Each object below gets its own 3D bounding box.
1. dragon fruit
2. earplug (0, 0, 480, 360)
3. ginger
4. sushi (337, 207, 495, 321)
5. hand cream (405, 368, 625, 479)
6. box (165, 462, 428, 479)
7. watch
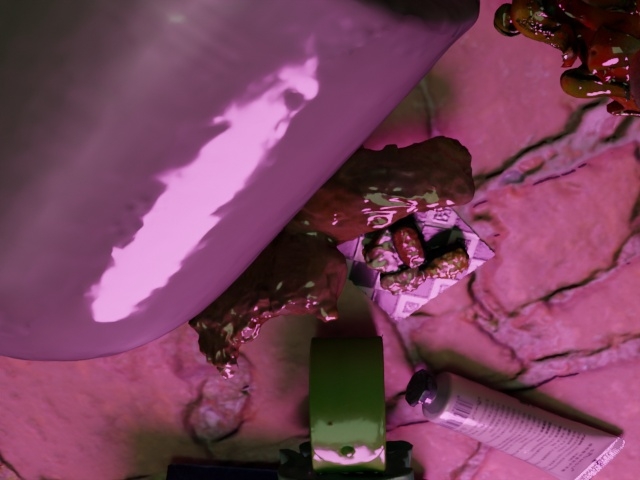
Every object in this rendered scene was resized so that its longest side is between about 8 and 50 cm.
[{"bbox_3d":[0.220,-0.164,0.754,0.175,0.142,0.138,20,83,10],"label":"dragon fruit"},{"bbox_3d":[-0.141,-0.107,0.677,0.312,0.313,0.394,33,120,-18],"label":"earplug"},{"bbox_3d":[-0.002,0.001,0.868,0.290,0.122,0.084,-37,144,20],"label":"ginger"},{"bbox_3d":[0.072,0.013,0.916,0.120,0.026,0.126,-37,114,23],"label":"sushi"},{"bbox_3d":[0.190,0.184,1.018,0.234,0.050,0.080,25,120,-20],"label":"hand cream"},{"bbox_3d":[-0.031,0.372,1.099,0.278,0.116,0.261,4,124,-1],"label":"box"},{"bbox_3d":[0.019,0.161,0.964,0.131,0.165,0.152,-3,99,5],"label":"watch"}]
